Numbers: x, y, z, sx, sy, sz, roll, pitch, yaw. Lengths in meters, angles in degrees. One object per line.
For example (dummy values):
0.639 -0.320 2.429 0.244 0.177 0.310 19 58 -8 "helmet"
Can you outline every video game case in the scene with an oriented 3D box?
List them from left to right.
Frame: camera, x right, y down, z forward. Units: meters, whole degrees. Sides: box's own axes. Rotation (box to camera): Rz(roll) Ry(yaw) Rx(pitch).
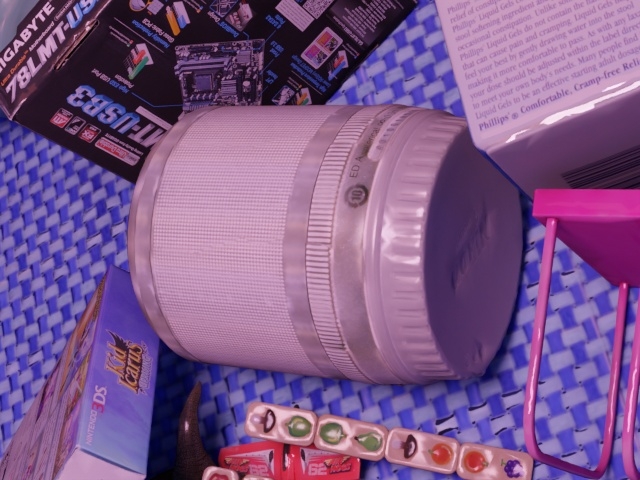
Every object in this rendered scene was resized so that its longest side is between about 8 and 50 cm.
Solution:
-0.211 0.186 0.988 0.244 0.061 0.269 -58 17 22 "video game case"

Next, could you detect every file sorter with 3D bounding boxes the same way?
0.300 0.082 0.784 0.290 0.202 0.182 2 76 30 "file sorter"

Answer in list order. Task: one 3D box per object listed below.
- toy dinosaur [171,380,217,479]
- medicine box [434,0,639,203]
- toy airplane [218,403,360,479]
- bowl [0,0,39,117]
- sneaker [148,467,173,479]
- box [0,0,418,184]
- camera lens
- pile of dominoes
-0.131 0.282 1.012 0.121 0.160 0.314 -30 43 58 "toy dinosaur"
0.193 -0.170 0.891 0.149 0.263 0.289 -22 64 21 "medicine box"
-0.023 0.215 1.025 0.151 0.028 0.151 -12 68 32 "toy airplane"
-0.313 -0.255 1.269 0.311 0.163 0.312 -10 70 27 "bowl"
-0.177 0.261 1.071 0.188 0.071 0.066 -40 59 13 "sneaker"
-0.092 -0.177 1.038 0.293 0.295 0.073 -46 58 10 "box"
0.000 0.000 0.970 0.274 0.219 0.220 3 75 30 "camera lens"
0.026 0.237 0.930 0.251 0.040 0.196 9 78 9 "pile of dominoes"
